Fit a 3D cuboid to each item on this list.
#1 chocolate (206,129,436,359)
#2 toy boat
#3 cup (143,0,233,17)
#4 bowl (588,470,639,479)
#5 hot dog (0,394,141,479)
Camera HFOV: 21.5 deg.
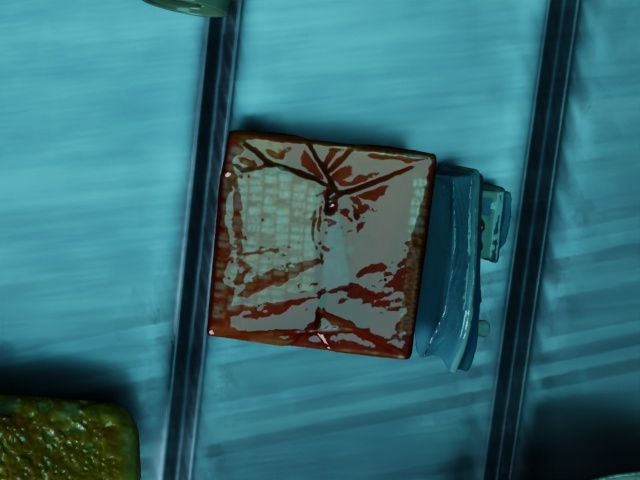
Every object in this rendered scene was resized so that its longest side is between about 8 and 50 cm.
[{"bbox_3d":[0.000,0.000,1.887,0.234,0.108,0.238,6,99,-1],"label":"chocolate"},{"bbox_3d":[0.161,0.034,1.924,0.098,0.109,0.238,1,97,-31],"label":"toy boat"},{"bbox_3d":[-0.137,-0.319,1.816,0.120,0.120,0.141,10,91,-7],"label":"cup"},{"bbox_3d":[0.350,0.443,1.974,0.434,0.196,0.435,-1,102,-6],"label":"bowl"},{"bbox_3d":[-0.337,0.244,1.885,0.256,0.153,0.150,6,72,-17],"label":"hot dog"}]
